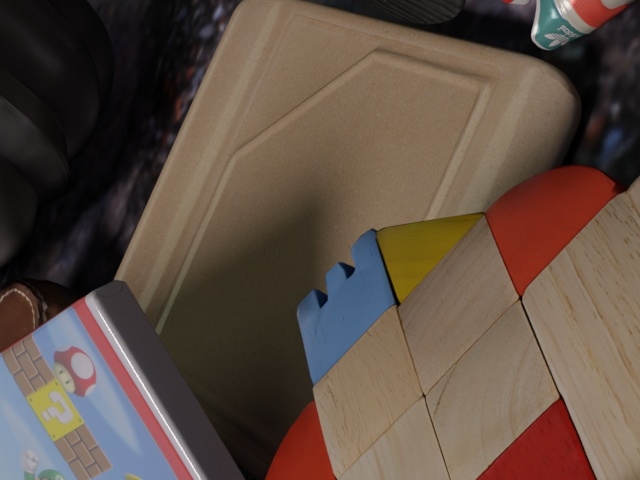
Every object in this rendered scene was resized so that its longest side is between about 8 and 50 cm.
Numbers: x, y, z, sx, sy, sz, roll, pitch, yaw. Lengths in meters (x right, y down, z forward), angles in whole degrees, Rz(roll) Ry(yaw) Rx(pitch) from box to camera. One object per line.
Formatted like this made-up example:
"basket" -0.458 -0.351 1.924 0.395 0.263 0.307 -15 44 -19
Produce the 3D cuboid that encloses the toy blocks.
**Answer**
"toy blocks" 0.073 0.080 0.498 0.381 0.190 0.261 -49 29 23

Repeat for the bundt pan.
"bundt pan" -0.244 -0.041 0.917 0.331 0.124 0.331 -44 22 24

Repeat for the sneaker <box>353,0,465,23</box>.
"sneaker" 0.007 -0.207 0.729 0.146 0.122 0.330 -53 30 5

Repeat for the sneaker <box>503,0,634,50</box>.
"sneaker" 0.093 -0.150 0.659 0.075 0.057 0.161 -41 47 23

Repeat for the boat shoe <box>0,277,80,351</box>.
"boat shoe" -0.221 0.171 0.837 0.123 0.116 0.324 17 86 53

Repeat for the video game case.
"video game case" -0.135 0.165 0.698 0.285 0.025 0.204 -32 89 35

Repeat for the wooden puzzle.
"wooden puzzle" 0.000 0.000 0.718 0.238 0.044 0.221 26 93 49
